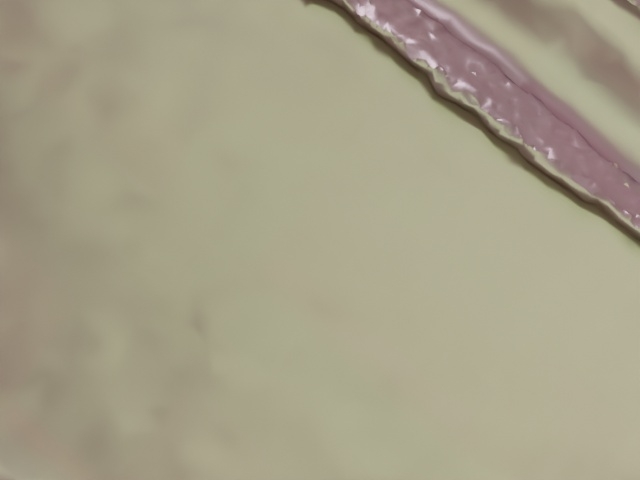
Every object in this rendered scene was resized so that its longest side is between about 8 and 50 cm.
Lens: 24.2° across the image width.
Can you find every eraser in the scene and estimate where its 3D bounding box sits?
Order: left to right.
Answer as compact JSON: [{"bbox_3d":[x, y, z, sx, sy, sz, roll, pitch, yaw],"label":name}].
[{"bbox_3d":[0.000,0.000,0.524,0.359,0.122,0.272,40,91,7],"label":"eraser"}]
